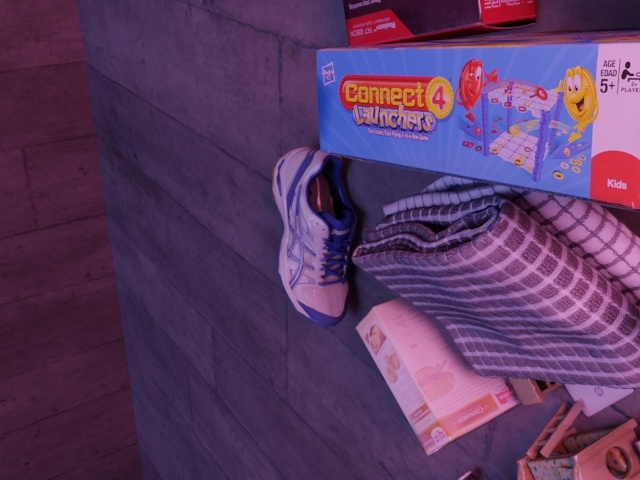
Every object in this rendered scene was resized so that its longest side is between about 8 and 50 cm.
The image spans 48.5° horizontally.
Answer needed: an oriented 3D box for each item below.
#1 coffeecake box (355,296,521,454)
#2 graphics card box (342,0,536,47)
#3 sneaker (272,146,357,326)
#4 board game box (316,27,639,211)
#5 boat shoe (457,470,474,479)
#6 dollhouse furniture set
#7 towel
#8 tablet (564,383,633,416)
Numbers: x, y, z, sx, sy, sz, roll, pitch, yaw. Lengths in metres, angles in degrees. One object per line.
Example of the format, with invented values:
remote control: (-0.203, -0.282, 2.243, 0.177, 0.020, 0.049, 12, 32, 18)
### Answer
coffeecake box: (0.157, 0.156, 0.916, 0.185, 0.142, 0.068, 60, 148, 21)
graphics card box: (0.104, -0.406, 0.770, 0.233, 0.094, 0.371, 14, 115, 56)
sneaker: (0.000, 0.000, 1.125, 0.131, 0.112, 0.296, 3, 108, 58)
board game box: (0.206, -0.113, 0.540, 0.302, 0.308, 0.086, 19, 118, 53)
boat shoe: (0.208, 0.382, 1.043, 0.038, 0.046, 0.125, 49, 145, 35)
dollhouse furniture set: (0.275, 0.192, 0.757, 0.161, 0.101, 0.182, 64, 156, 11)
towel: (0.179, 0.042, 0.697, 0.235, 0.121, 0.284, 34, 162, -15)
tablet: (0.311, 0.162, 0.804, 0.054, 0.006, 0.083, 59, 147, 21)
